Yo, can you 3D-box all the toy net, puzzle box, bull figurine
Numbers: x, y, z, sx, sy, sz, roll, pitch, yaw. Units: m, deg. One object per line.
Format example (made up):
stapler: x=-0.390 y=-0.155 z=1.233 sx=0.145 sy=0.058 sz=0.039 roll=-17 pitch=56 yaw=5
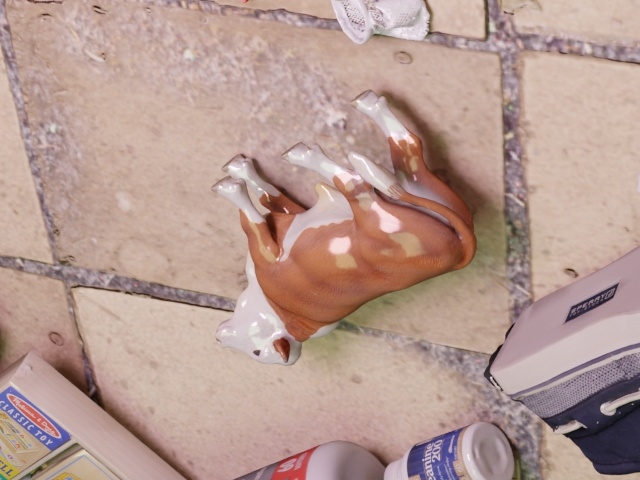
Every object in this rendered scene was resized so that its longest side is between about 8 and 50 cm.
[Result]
toy net: x=-0.022 y=-0.214 z=1.433 sx=0.232 sy=0.045 sz=0.122 roll=34 pitch=133 yaw=4
puzzle box: x=-0.241 y=0.313 z=1.924 sx=0.409 sy=0.052 sz=0.272 roll=42 pitch=134 yaw=-14
bull figurine: x=0.000 y=0.000 z=1.543 sx=0.310 sy=0.101 sz=0.188 roll=-25 pitch=107 yaw=41

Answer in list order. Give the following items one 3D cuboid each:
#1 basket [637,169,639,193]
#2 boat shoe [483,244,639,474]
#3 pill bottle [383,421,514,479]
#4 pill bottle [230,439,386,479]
basket: x=0.331 y=-0.078 z=1.284 sx=0.167 sy=0.113 sz=0.103 roll=17 pitch=127 yaw=18
boat shoe: x=0.297 y=0.088 z=1.428 sx=0.158 sy=0.127 sz=0.340 roll=43 pitch=145 yaw=-13
pill bottle: x=0.119 y=0.218 z=1.661 sx=0.120 sy=0.067 sz=0.067 roll=-26 pitch=108 yaw=41
pill bottle: x=-0.093 y=0.350 z=1.726 sx=0.363 sy=0.210 sz=0.210 roll=-24 pitch=110 yaw=21
